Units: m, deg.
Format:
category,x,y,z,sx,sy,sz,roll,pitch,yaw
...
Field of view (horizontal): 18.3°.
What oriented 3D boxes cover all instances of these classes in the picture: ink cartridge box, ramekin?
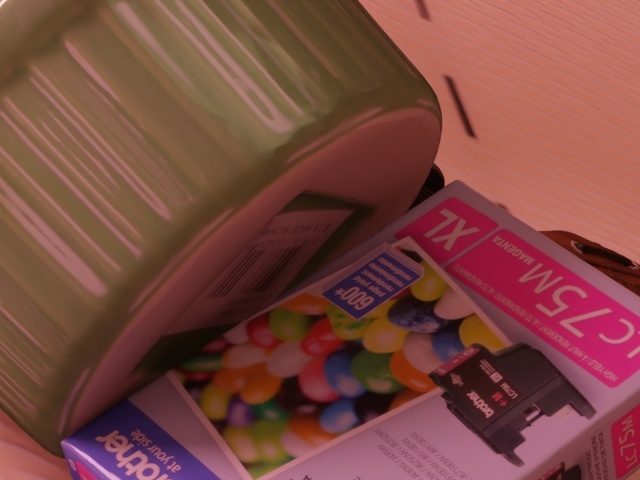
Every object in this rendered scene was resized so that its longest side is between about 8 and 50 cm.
category,x,y,z,sx,sy,sz,roll,pitch,yaw
ink cartridge box,0.014,0.103,0.958,0.311,0.065,0.186,-35,46,-21
ramekin,-0.079,-0.025,1.037,0.148,0.303,0.303,46,33,15

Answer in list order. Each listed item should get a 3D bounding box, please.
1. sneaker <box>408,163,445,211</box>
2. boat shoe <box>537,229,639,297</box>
category,x,y,z,sx,sy,sz,roll,pitch,yaw
sneaker,0.000,0.000,1.269,0.227,0.087,0.130,-2,43,-37
boat shoe,0.147,0.049,1.307,0.307,0.111,0.104,23,25,-30
